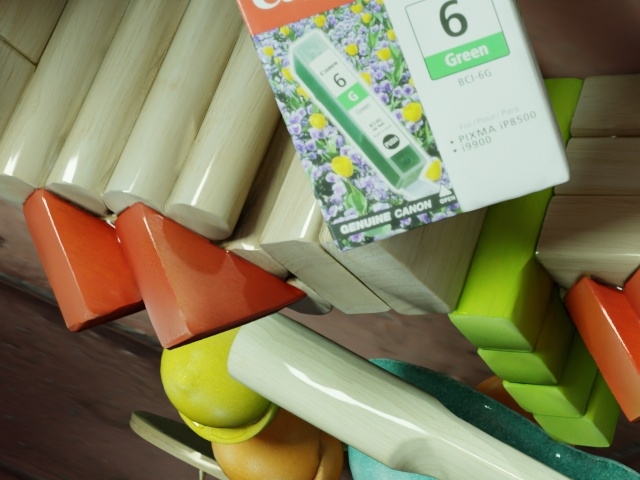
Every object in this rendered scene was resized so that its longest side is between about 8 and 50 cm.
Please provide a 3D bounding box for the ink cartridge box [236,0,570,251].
[{"bbox_3d":[0.014,-0.059,0.407,0.062,0.029,0.115,-17,114,11],"label":"ink cartridge box"}]

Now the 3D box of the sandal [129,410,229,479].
[{"bbox_3d":[-0.002,0.171,0.878,0.240,0.079,0.088,23,-178,-10],"label":"sandal"}]

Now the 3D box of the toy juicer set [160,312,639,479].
[{"bbox_3d":[0.037,0.075,0.690,0.209,0.089,0.329,33,163,3],"label":"toy juicer set"}]

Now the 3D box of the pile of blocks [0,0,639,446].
[{"bbox_3d":[0.000,0.000,0.521,0.362,0.113,0.149,14,154,13],"label":"pile of blocks"}]
